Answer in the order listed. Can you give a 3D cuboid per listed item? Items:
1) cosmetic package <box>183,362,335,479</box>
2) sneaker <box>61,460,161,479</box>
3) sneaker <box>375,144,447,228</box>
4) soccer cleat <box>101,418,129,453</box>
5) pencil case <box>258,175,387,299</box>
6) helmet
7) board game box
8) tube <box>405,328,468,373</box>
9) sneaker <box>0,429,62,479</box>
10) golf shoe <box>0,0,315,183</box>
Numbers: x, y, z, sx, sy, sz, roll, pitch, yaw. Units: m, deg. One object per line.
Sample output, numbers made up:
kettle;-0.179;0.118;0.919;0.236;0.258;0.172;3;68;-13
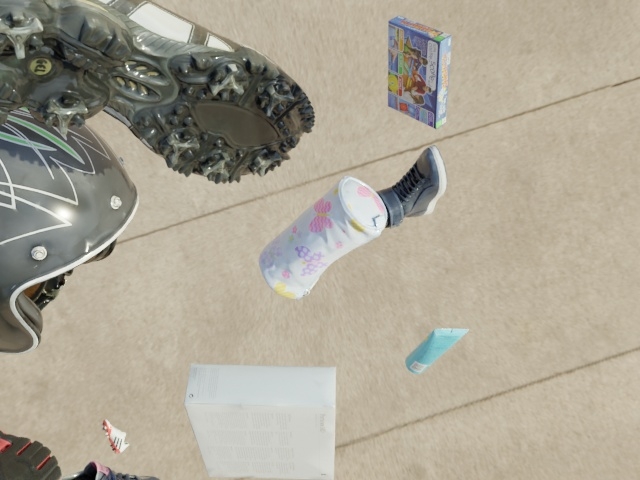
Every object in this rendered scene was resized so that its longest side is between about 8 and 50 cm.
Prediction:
cosmetic package;-0.110;0.387;1.534;0.285;0.377;0.097;3;52;2
sneaker;-0.474;0.554;1.651;0.112;0.319;0.131;21;101;40
sneaker;0.168;-0.102;1.533;0.164;0.226;0.086;-15;62;-13
soccer cleat;-0.401;0.379;1.443;0.036;0.029;0.083;-30;118;-30
pencil case;0.000;0.000;1.374;0.273;0.114;0.124;-42;62;35
helmet;-0.215;-0.020;0.509;0.169;0.169;0.161;22;132;-2
board game box;0.198;-0.340;1.498;0.035;0.201;0.136;-35;52;-29
tube;0.251;0.241;1.651;0.080;0.207;0.052;-2;62;-20
sneaker;-0.589;0.406;1.316;0.314;0.116;0.136;35;115;8
golf shoe;-0.083;-0.090;0.357;0.077;0.198;0.094;-46;54;22
